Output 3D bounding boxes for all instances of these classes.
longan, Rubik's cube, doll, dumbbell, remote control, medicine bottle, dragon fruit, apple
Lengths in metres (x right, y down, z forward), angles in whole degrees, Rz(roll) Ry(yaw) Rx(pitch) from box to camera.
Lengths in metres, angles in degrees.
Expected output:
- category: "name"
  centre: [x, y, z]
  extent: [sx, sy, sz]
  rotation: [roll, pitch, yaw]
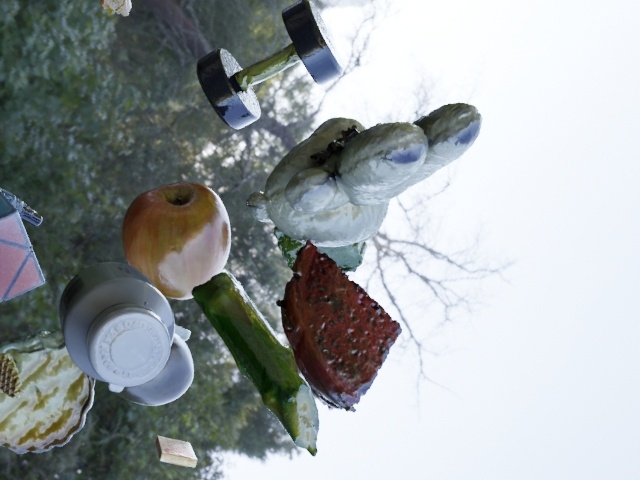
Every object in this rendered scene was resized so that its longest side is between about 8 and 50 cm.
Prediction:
- category: "longan"
  centre: [-0.406, 0.293, 1.586]
  extent: [0.196, 0.220, 0.197]
  rotation: [-157, -90, -82]
- category: "Rubik's cube"
  centre: [-0.745, 0.011, 1.423]
  extent: [0.205, 0.207, 0.205]
  rotation: [-29, -135, -28]
- category: "doll"
  centre: [0.044, -0.081, 0.686]
  extent: [0.278, 0.175, 0.149]
  rotation: [-23, -123, 61]
- category: "dumbbell"
  centre: [-0.124, -0.431, 1.659]
  extent: [0.322, 0.204, 0.204]
  rotation: [-26, -154, 13]
- category: "remote control"
  centre: [-0.447, 0.226, 1.804]
  extent: [0.078, 0.221, 0.042]
  rotation: [8, -106, 47]
- category: "medicine bottle"
  centre: [-0.260, 0.109, 0.860]
  extent: [0.135, 0.135, 0.215]
  rotation: [-41, -157, -13]
- category: "dragon fruit"
  centre: [-0.005, 0.098, 0.732]
  extent: [0.127, 0.161, 0.120]
  rotation: [-45, -175, -37]
- category: "apple"
  centre: [-0.321, 0.001, 1.514]
  extent: [0.242, 0.241, 0.242]
  rotation: [5, -148, -3]

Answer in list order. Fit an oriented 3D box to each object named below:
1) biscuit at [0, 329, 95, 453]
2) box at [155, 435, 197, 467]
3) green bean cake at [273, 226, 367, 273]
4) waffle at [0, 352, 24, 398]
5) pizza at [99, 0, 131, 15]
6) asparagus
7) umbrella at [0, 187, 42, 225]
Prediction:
- category: "biscuit"
  centre: [-0.677, 0.321, 1.494]
  extent: [0.078, 0.335, 0.329]
  rotation: [-134, -118, -69]
- category: "box"
  centre: [-0.234, 0.340, 1.078]
  extent: [0.093, 0.058, 0.015]
  rotation: [-179, -72, -72]
- category: "green bean cake"
  centre: [0.000, 0.000, 1.788]
  extent: [0.214, 0.200, 0.113]
  rotation: [-18, -155, 21]
- category: "waffle"
  centre: [-0.530, 0.227, 1.120]
  extent: [0.085, 0.078, 0.016]
  rotation: [-11, -179, 34]
- category: "pizza"
  centre: [-0.372, -0.440, 0.960]
  extent: [0.134, 0.271, 0.056]
  rotation: [-13, -155, 32]
- category: "asparagus"
  centre: [-0.092, 0.157, 0.962]
  extent: [0.343, 0.082, 0.085]
  rotation: [49, -60, 37]
- category: "umbrella"
  centre: [-0.776, -0.101, 1.599]
  extent: [0.052, 0.250, 0.053]
  rotation: [-40, -134, 10]
